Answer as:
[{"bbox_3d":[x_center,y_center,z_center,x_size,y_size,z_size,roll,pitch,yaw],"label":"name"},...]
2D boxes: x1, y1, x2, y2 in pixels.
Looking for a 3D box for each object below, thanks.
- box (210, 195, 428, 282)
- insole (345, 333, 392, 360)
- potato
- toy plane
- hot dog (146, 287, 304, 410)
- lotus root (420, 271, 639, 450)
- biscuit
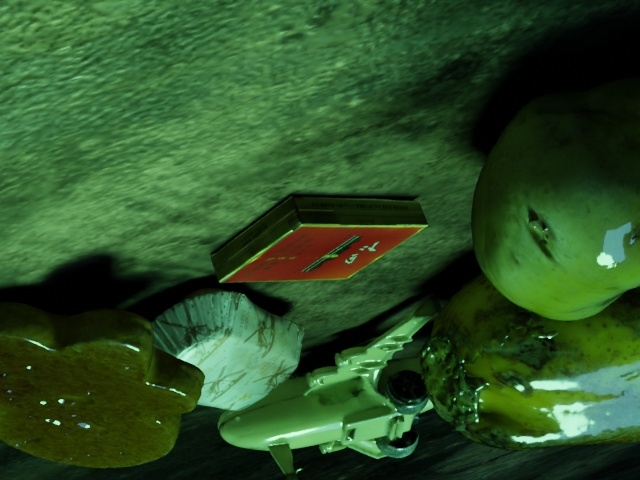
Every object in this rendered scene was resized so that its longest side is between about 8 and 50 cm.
[{"bbox_3d":[0.000,0.000,1.103,0.090,0.023,0.133,-32,159,37],"label":"box"},{"bbox_3d":[0.037,0.130,1.550,0.080,0.003,0.232,-16,162,-14],"label":"insole"},{"bbox_3d":[0.176,-0.025,1.029,0.155,0.137,0.200,-4,165,-17],"label":"potato"},{"bbox_3d":[0.035,0.145,1.444,0.256,0.104,0.242,-21,148,-22],"label":"toy plane"},{"bbox_3d":[-0.079,0.083,1.201,0.108,0.059,0.191,-38,156,9],"label":"hot dog"},{"bbox_3d":[0.279,0.077,1.361,0.398,0.179,0.196,-10,142,-16],"label":"lotus root"},{"bbox_3d":[-0.169,0.102,1.104,0.180,0.039,0.236,4,150,-1],"label":"biscuit"}]
